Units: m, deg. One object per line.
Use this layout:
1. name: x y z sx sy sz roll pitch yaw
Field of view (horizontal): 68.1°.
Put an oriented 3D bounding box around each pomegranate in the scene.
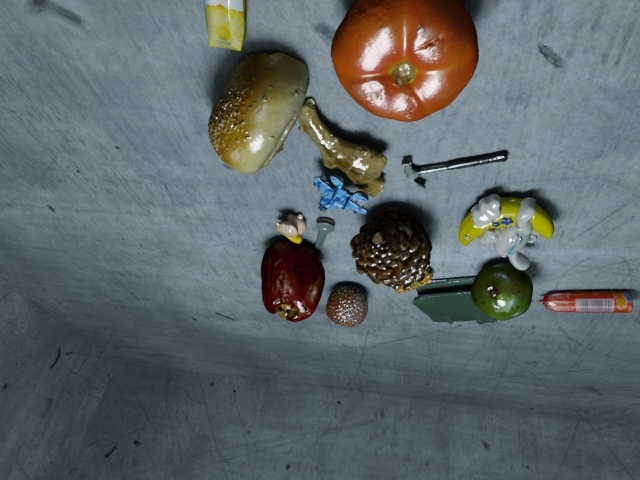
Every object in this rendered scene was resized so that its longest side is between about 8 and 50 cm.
1. pomegranate: 0.586 0.160 1.507 0.187 0.186 0.225 -13 170 34

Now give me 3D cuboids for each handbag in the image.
1. handbag: 0.489 0.228 1.716 0.248 0.079 0.260 -10 143 30

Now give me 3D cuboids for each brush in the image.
1. brush: 0.000 0.000 1.569 0.062 0.027 0.266 14 152 -3

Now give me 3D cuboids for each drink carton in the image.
1. drink carton: -0.176 -0.452 0.861 0.084 0.074 0.200 11 147 -1

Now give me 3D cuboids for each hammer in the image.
1. hammer: 0.332 -0.181 1.171 0.247 0.029 0.103 -6 144 23

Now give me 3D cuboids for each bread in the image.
1. bread: -0.160 -0.255 1.054 0.171 0.192 0.314 25 146 -22

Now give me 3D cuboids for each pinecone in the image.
1. pinecone: 0.212 0.029 1.370 0.224 0.224 0.273 -11 158 32

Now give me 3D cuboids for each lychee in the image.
1. lychee: 0.100 0.257 1.801 0.165 0.165 0.197 12 120 -1

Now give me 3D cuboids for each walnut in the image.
1. walnut: -0.106 0.145 1.597 0.222 0.269 0.244 19 144 -12

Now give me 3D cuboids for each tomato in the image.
1. tomato: 0.152 -0.340 0.835 0.260 0.179 0.259 6 147 4

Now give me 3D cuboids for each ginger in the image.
1. ginger: 0.064 -0.213 1.165 0.334 0.081 0.148 34 162 -28

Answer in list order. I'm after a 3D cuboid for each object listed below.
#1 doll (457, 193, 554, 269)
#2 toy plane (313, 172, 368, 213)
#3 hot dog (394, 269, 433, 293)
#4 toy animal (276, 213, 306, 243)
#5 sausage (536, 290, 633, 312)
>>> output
1. doll: 0.504 -0.025 1.283 0.238 0.111 0.252 11 139 -2
2. toy plane: 0.039 -0.116 1.296 0.169 0.078 0.246 33 172 -11
3. hot dog: 0.317 0.143 1.657 0.072 0.055 0.188 26 144 -24
4. toy animal: -0.089 -0.051 1.474 0.091 0.082 0.114 34 172 27
5. sausage: 0.863 0.203 1.563 0.274 0.074 0.074 -4 145 22
